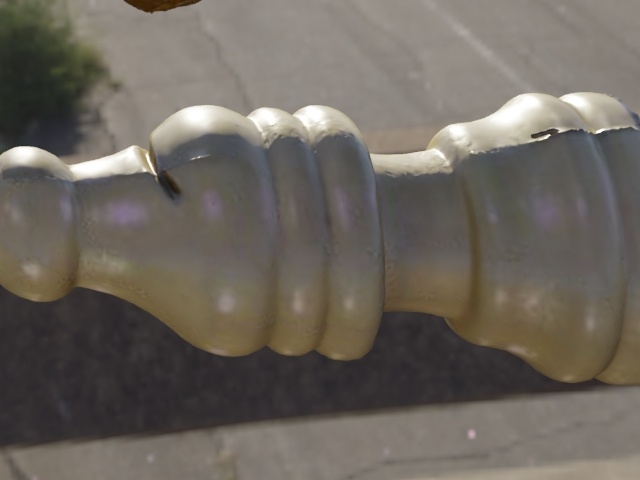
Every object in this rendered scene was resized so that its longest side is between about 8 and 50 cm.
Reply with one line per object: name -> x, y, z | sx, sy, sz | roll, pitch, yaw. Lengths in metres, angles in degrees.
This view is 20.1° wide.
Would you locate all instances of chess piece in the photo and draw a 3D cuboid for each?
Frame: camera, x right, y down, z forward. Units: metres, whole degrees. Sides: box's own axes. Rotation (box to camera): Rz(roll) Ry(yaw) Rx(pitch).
chess piece -> 0.000, 0.000, 0.824 | 0.307, 0.139, 0.124 | -1, 3, -16

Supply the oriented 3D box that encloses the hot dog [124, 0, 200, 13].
hot dog -> -0.048, -0.121, 0.542 | 0.047, 0.066, 0.215 | -18, -4, -14
